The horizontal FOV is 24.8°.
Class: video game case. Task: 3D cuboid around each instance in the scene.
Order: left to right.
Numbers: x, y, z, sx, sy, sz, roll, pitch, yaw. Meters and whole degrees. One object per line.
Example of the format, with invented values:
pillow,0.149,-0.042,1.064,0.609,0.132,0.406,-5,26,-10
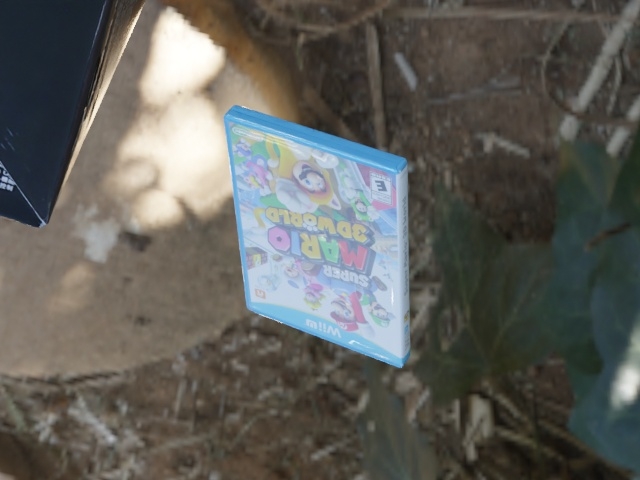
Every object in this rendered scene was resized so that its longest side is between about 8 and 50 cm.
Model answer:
video game case,0.000,0.000,0.901,0.119,0.015,0.166,19,138,23

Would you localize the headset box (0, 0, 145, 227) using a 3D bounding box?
headset box,-0.151,-0.152,0.489,0.218,0.293,0.110,19,121,-6
